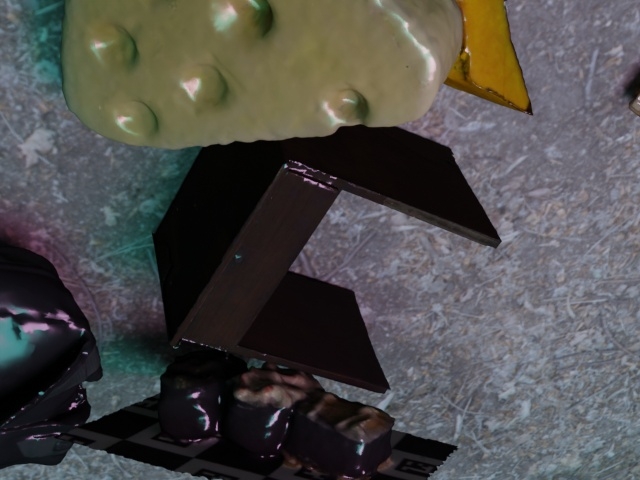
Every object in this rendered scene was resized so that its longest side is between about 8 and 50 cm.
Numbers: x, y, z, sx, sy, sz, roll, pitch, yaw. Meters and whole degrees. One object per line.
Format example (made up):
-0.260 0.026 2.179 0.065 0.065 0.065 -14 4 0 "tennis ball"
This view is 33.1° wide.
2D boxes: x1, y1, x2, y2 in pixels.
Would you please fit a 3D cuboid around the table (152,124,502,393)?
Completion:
0.000 0.000 1.191 0.282 0.196 0.250 19 119 -28 "table"

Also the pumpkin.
0.119 -0.257 1.098 0.279 0.111 0.163 24 92 -27 "pumpkin"

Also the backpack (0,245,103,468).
-0.458 0.131 1.135 0.446 0.254 0.363 1 133 -20 "backpack"

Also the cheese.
-0.102 -0.212 0.985 0.384 0.104 0.384 11 128 15 "cheese"

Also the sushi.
-0.052 0.179 1.203 0.373 0.296 0.100 10 99 22 "sushi"

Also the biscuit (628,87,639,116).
0.538 -0.095 1.279 0.379 0.054 0.094 31 113 -8 "biscuit"
